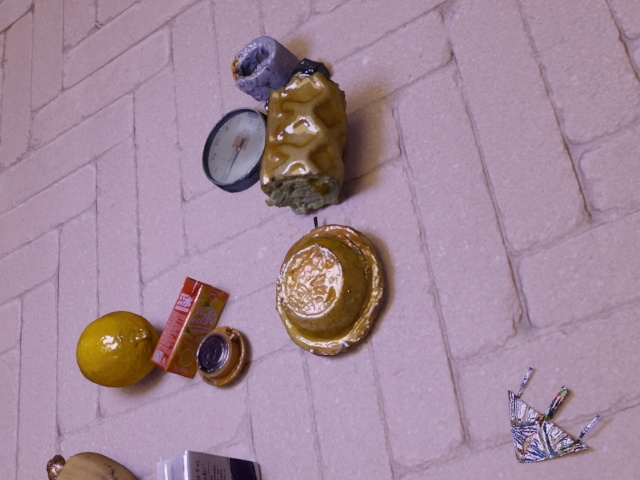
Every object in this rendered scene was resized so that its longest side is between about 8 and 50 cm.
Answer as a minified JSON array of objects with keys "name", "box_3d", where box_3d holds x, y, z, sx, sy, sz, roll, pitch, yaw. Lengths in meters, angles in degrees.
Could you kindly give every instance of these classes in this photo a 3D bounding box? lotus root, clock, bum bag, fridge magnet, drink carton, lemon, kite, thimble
[{"name":"lotus root","box_3d":[-0.533,0.587,2.033,0.303,0.131,0.146,6,52,39]},{"name":"clock","box_3d":[-0.210,-0.235,2.181,0.226,0.049,0.226,-16,61,32]},{"name":"bum bag","box_3d":[-0.064,-0.367,2.110,0.087,0.049,0.198,44,100,17]},{"name":"fridge magnet","box_3d":[-0.234,0.266,1.977,0.143,0.063,0.143,-14,63,29]},{"name":"drink carton","box_3d":[-0.314,0.207,2.042,0.071,0.096,0.223,20,85,42]},{"name":"lemon","box_3d":[-0.501,0.269,2.103,0.256,0.188,0.188,-23,59,33]},{"name":"drink carton","box_3d":[-0.225,0.520,1.756,0.102,0.222,0.134,-26,57,27]},{"name":"kite","box_3d":[0.390,0.325,1.500,0.183,0.010,0.160,36,99,45]},{"name":"thimble","box_3d":[-0.139,-0.433,2.162,0.151,0.118,0.127,-25,58,27]}]

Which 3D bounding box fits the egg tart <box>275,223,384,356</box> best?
[{"name":"egg tart","box_3d":[0.004,0.102,1.817,0.288,0.118,0.288,-6,78,29]}]

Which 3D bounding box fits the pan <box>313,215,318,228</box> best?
[{"name":"pan","box_3d":[0.000,0.000,1.931,0.068,0.023,0.115,-21,63,31]}]

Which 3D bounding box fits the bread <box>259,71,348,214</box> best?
[{"name":"bread","box_3d":[-0.037,-0.211,1.937,0.196,0.238,0.252,2,62,-1]}]
